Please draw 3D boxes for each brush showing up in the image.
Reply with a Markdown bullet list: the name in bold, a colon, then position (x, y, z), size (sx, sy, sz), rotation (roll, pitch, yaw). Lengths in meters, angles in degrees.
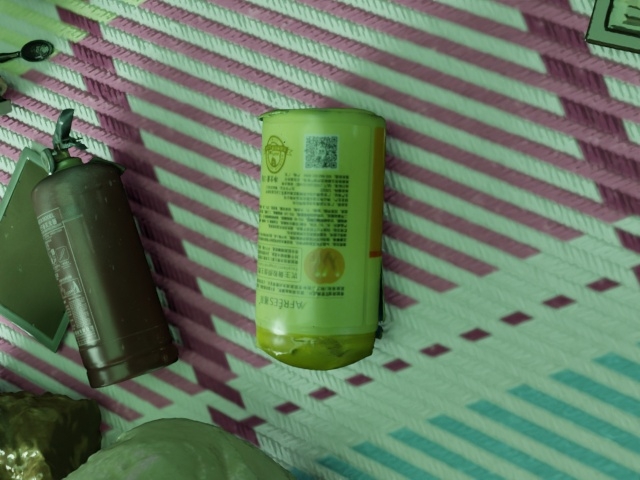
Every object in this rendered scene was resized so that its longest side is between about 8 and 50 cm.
- **brush**: position (-0.328, -0.204, 1.151), size (0.083, 0.008, 0.024), rotation (-5, 94, 23)

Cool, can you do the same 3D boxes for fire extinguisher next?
- **fire extinguisher**: position (-0.223, 0.007, 1.059), size (0.104, 0.105, 0.269), rotation (-17, 90, 23)

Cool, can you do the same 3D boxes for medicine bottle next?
- **medicine bottle**: position (0.000, 0.000, 0.966), size (0.124, 0.124, 0.239), rotation (2, 94, 23)

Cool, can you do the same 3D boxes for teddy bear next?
- **teddy bear**: position (-0.329, 0.258, 1.060), size (0.222, 0.246, 0.296), rotation (-16, 57, 5)

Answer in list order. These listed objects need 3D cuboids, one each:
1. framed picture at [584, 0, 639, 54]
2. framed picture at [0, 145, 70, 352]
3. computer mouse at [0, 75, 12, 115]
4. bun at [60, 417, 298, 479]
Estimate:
- **framed picture**: position (0.318, -0.210, 0.870), size (0.168, 0.023, 0.128), rotation (17, 99, 22)
- **framed picture**: position (-0.304, 0.010, 1.151), size (0.142, 0.011, 0.183), rotation (30, 103, 19)
- **computer mouse**: position (-0.453, -0.157, 1.133), size (0.236, 0.145, 0.082), rotation (11, 102, 20)
- **bun**: position (-0.117, 0.350, 0.901), size (0.219, 0.365, 0.365), rotation (16, 99, 40)
